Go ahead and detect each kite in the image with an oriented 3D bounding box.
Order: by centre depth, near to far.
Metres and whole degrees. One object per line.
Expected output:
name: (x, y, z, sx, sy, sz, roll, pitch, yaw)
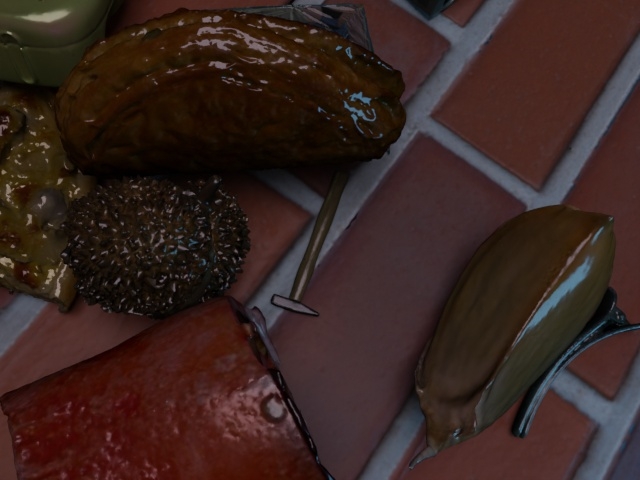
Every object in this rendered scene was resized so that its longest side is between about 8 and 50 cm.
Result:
kite: (-0.030, -0.231, 0.822, 0.335, 0.011, 0.314, 39, 72, 5)

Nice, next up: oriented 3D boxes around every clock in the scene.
clock: (-0.369, -0.356, 0.732, 0.286, 0.117, 0.348, 9, 59, 0)

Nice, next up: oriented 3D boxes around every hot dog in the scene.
hot dog: (-0.093, -0.166, 0.670, 0.388, 0.267, 0.174, -5, 108, -7)

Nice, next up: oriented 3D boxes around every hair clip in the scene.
hair clip: (0.311, 0.155, 0.745, 0.229, 0.039, 0.070, -39, 82, -12)

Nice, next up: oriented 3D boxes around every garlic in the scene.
garlic: (0.190, 0.105, 0.663, 0.151, 0.196, 0.338, 39, 80, 19)

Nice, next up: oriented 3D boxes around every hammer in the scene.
hammer: (0.000, 0.000, 0.756, 0.062, 0.013, 0.198, 21, 72, -1)

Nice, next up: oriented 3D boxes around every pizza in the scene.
pizza: (-0.377, -0.070, 0.689, 0.223, 0.089, 0.323, -7, 74, -13)

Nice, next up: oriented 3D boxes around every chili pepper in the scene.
chili pepper: (-0.151, 0.210, 0.560, 0.305, 0.229, 0.251, -21, 110, -14)

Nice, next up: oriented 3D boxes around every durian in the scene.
durian: (-0.167, -0.004, 0.636, 0.196, 0.196, 0.167, -34, 78, -16)

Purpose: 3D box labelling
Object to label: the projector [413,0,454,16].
projector: (0.179, -0.416, 0.880, 0.147, 0.061, 0.115, -42, 82, -17)
